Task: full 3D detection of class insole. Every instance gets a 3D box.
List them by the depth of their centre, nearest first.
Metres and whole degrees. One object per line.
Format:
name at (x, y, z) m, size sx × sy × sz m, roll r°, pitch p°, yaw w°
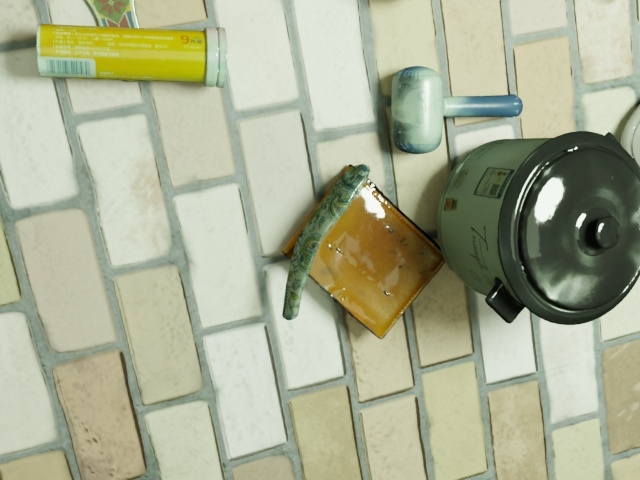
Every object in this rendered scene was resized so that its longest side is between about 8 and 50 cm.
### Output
insole at (-0.255, -0.288, 0.959) m, size 0.065 × 0.006 × 0.194 m, roll -18°, pitch 105°, yaw -9°

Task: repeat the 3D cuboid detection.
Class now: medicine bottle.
medicine bottle at (-0.222, -0.223, 0.941) m, size 0.218 × 0.074 × 0.074 m, roll -1°, pitch 102°, yaw -14°

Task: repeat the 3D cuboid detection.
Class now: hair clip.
hair clip at (-0.002, -0.001, 1.022) m, size 0.036 × 0.066 × 0.229 m, roll 25°, pitch 93°, yaw -29°

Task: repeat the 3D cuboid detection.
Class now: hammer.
hammer at (0.188, -0.178, 1.066) m, size 0.193 × 0.069 × 0.116 m, roll -5°, pitch 102°, yaw -18°

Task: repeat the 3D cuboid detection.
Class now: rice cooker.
rice cooker at (0.294, -0.020, 1.024) m, size 0.241 × 0.227 × 0.280 m, roll 45°, pitch 78°, yaw -21°

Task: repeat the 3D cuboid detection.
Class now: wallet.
wallet at (0.061, 0.018, 1.089) m, size 0.195 × 0.042 × 0.161 m, roll 40°, pitch 84°, yaw -14°

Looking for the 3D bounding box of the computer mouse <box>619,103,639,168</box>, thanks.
computer mouse at (0.572, -0.091, 1.152) m, size 0.184 × 0.121 × 0.297 m, roll -41°, pitch 109°, yaw -1°
